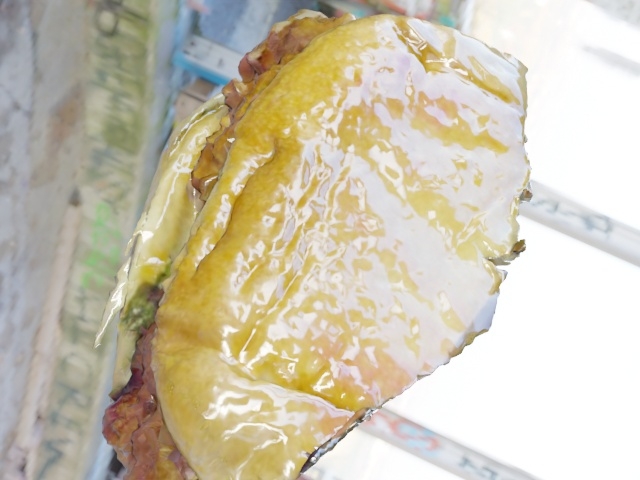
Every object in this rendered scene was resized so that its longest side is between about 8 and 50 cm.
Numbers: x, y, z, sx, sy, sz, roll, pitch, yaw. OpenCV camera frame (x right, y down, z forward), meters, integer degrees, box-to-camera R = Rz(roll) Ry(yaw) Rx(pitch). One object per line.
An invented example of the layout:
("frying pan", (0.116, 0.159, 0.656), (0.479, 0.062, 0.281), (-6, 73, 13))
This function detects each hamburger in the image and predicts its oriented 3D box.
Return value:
("hamburger", (0.000, 0.000, 0.576), (0.282, 0.245, 0.155), (-16, 164, -30))
